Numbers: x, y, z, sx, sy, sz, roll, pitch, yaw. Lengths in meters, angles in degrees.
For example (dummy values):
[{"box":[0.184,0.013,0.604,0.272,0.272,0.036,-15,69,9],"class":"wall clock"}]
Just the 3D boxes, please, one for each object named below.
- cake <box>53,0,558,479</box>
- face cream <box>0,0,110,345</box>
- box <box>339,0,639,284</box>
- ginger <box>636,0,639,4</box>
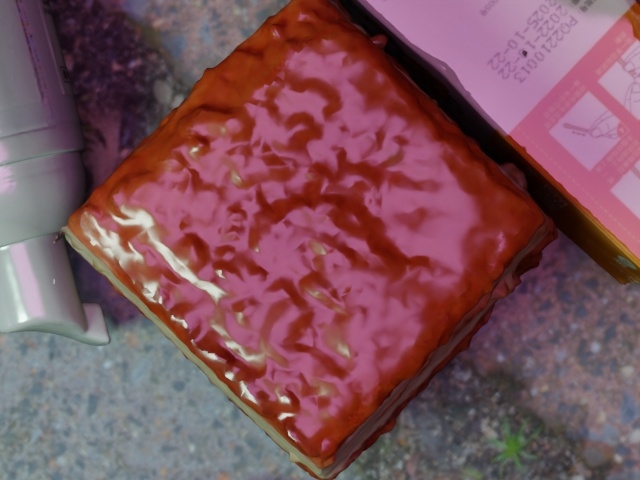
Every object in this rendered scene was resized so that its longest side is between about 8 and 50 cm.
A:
[{"box":[0.000,0.000,1.186,0.269,0.319,0.270,44,89,3],"class":"cake"},{"box":[-0.261,-0.083,1.276,0.145,0.145,0.369,-16,90,0],"class":"face cream"},{"box":[0.178,-0.122,1.239,0.341,0.225,0.143,43,91,2],"class":"box"},{"box":[0.202,-0.352,1.319,0.333,0.080,0.166,44,100,5],"class":"ginger"}]
